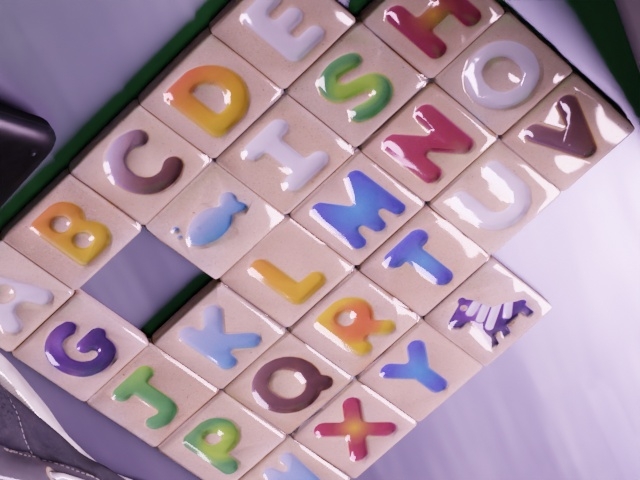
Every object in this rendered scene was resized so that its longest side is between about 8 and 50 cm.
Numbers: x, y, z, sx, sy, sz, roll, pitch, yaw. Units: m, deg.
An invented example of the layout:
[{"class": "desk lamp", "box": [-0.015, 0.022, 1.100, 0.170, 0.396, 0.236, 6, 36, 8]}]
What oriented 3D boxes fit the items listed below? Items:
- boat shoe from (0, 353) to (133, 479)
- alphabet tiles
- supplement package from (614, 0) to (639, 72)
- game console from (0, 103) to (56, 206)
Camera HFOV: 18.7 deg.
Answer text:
[{"class": "boat shoe", "box": [-0.102, 0.133, 0.802, 0.084, 0.079, 0.233, -37, 124, 13]}, {"class": "alphabet tiles", "box": [0.000, 0.000, 0.771, 0.237, 0.009, 0.198, -42, 120, 18]}, {"class": "supplement package", "box": [0.224, -0.061, 0.658, 0.203, 0.194, 0.149, -24, 124, 6]}, {"class": "game console", "box": [-0.179, -0.031, 0.716, 0.122, 0.071, 0.107, -44, 150, 20]}]
